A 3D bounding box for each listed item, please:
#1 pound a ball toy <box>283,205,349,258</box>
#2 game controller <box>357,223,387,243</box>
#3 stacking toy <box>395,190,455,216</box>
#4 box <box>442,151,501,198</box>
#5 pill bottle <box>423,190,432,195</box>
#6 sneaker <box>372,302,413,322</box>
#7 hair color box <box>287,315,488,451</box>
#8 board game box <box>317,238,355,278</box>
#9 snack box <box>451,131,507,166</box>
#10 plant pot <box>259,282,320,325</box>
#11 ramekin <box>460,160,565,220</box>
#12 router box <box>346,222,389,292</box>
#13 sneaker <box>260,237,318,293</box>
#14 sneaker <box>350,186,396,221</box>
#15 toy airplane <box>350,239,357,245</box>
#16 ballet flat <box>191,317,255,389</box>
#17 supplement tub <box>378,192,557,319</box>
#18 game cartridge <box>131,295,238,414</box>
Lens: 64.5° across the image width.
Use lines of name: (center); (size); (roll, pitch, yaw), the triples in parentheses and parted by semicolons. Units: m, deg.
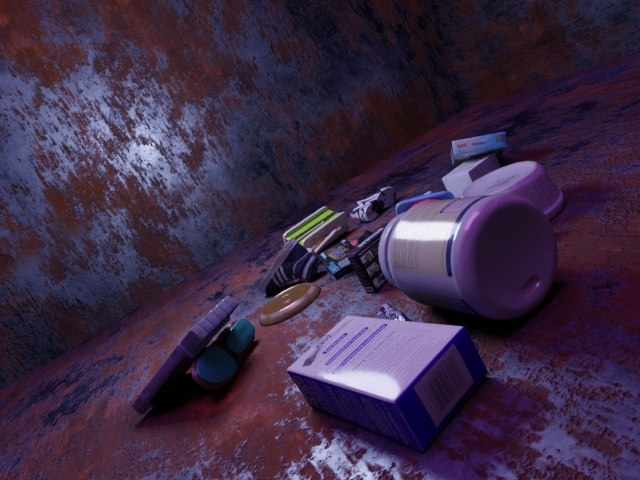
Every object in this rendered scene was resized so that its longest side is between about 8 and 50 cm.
pound a ball toy: (0.000, 0.000, 2.141); (0.208, 0.135, 0.319); (19, 44, 40)
game controller: (0.223, 0.006, 1.739); (0.167, 0.067, 0.319); (-14, 13, 0)
stacking toy: (0.303, 0.008, 1.370); (0.175, 0.165, 0.301); (-14, 28, 15)
box: (0.556, -0.236, 1.856); (0.170, 0.091, 0.130); (-35, 14, -29)
pill bottle: (0.399, -0.132, 1.809); (0.043, 0.083, 0.043); (-27, 12, 6)
sneaker: (0.150, 0.201, 1.080); (0.098, 0.083, 0.224); (-42, 3, -4)
hair color box: (0.105, 0.239, 0.924); (0.185, 0.110, 0.339); (-37, 16, -28)
board game box: (0.072, 0.062, 1.798); (0.126, 0.026, 0.186); (-31, 26, -6)
snack box: (0.603, -0.347, 1.958); (0.187, 0.060, 0.322); (-8, -1, 14)
plant pot: (-0.109, 0.206, 1.707); (0.236, 0.032, 0.236); (-27, 13, 7)
ramekin: (0.508, -0.113, 1.387); (0.273, 0.127, 0.273); (-27, 12, 6)
router box: (0.173, 0.048, 1.472); (0.179, 0.133, 0.046); (-37, 15, -33)
sneaker: (-0.112, 0.133, 1.899); (0.282, 0.153, 0.099); (-57, -3, 34)
sneaker: (0.226, -0.164, 2.295); (0.153, 0.094, 0.235); (1, 41, 50)
toy airplane: (0.082, 0.051, 1.907); (0.151, 0.028, 0.151); (-34, 11, 8)
ballet flat: (-0.289, 0.338, 1.435); (0.124, 0.116, 0.342); (-46, 5, 21)
supplement tub: (0.287, 0.029, 1.057); (0.235, 0.235, 0.325); (-33, 13, -20)
game cartridge: (-0.385, 0.331, 1.452); (0.355, 0.068, 0.230); (-50, 3, 25)
